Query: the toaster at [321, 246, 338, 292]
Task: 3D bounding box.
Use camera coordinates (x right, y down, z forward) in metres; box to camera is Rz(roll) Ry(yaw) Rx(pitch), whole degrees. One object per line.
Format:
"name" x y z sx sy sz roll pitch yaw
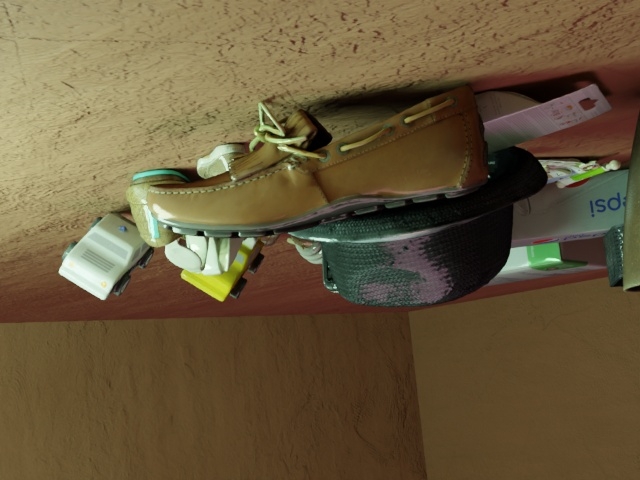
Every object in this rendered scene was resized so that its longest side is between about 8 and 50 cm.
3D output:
"toaster" 0.091 -0.001 1.854 0.168 0.185 0.110 -13 165 40

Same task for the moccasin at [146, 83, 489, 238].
"moccasin" -0.010 -0.089 1.371 0.380 0.147 0.139 -12 -175 14

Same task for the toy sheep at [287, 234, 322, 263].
"toy sheep" 0.000 0.000 2.158 0.091 0.091 0.132 -13 164 43

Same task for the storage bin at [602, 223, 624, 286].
"storage bin" 0.523 0.020 1.987 0.122 0.084 0.180 -7 172 6

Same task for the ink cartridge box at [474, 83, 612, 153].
"ink cartridge box" 0.236 -0.152 1.443 0.179 0.045 0.145 -21 167 18

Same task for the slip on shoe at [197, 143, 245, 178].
"slip on shoe" -0.123 -0.088 1.576 0.051 0.041 0.135 -3 172 -21

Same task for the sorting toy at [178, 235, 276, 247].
"sorting toy" -0.162 0.007 2.211 0.196 0.047 0.347 -5 172 -8

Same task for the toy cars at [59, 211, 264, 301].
"toy cars" -0.221 0.007 1.898 0.394 0.176 0.087 3 128 -41

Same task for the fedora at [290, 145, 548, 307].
"fedora" 0.121 -0.009 1.548 0.334 0.152 0.334 -10 -161 4

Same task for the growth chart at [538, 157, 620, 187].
"growth chart" 0.308 -0.100 1.891 0.237 0.021 0.172 -1 170 -20

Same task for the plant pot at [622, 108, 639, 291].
"plant pot" 0.446 -0.068 1.454 0.215 0.230 0.215 -7 173 -1

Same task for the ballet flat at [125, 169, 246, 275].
"ballet flat" -0.171 -0.015 1.766 0.116 0.124 0.342 -8 172 14

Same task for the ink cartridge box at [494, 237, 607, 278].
"ink cartridge box" 0.368 0.013 2.380 0.289 0.121 0.211 -11 171 34

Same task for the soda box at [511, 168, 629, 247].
"soda box" 0.410 -0.052 2.034 0.286 0.098 0.091 -7 172 7
